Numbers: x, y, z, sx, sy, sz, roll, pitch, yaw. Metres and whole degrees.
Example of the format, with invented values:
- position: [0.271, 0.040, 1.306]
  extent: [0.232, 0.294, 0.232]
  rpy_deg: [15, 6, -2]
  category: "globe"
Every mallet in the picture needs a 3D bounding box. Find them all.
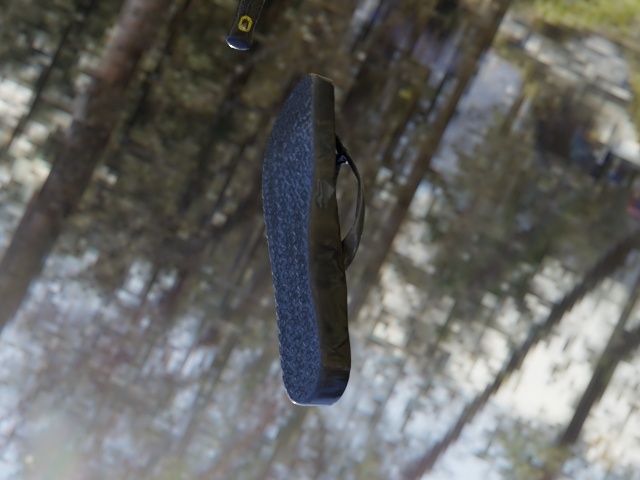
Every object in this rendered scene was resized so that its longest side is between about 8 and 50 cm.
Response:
- position: [-0.026, -0.217, 1.254]
  extent: [0.062, 0.190, 0.039]
  rpy_deg: [15, 154, -14]
  category: "mallet"

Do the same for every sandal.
- position: [0.000, 0.001, 1.308]
  extent: [0.054, 0.254, 0.097]
  rpy_deg: [4, 167, -26]
  category: "sandal"
